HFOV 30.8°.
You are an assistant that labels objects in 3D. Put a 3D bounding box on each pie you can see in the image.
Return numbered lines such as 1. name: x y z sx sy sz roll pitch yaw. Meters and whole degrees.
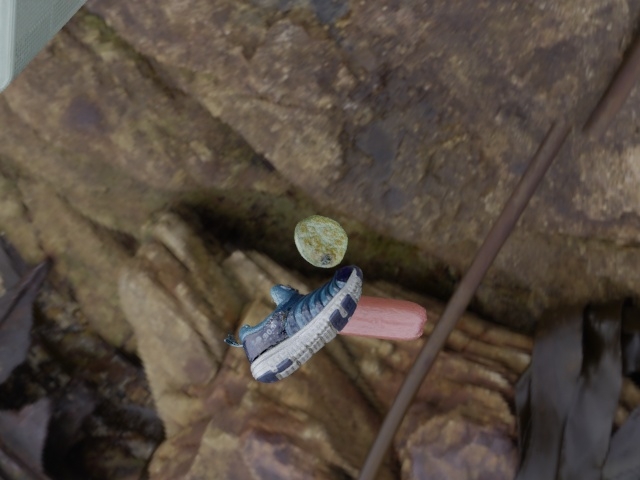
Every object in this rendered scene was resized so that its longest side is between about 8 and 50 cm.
1. pie: 0.000 0.000 1.692 0.085 0.085 0.017 44 147 -3

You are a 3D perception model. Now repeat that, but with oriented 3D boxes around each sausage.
1. sausage: 0.082 0.115 1.740 0.154 0.062 0.062 6 113 -5

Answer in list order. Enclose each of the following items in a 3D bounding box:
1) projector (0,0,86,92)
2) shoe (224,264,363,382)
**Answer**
1. projector: -0.248 -0.248 0.812 0.163 0.177 0.242 16 130 4
2. shoe: -0.030 0.099 1.584 0.207 0.091 0.106 -38 71 -3
